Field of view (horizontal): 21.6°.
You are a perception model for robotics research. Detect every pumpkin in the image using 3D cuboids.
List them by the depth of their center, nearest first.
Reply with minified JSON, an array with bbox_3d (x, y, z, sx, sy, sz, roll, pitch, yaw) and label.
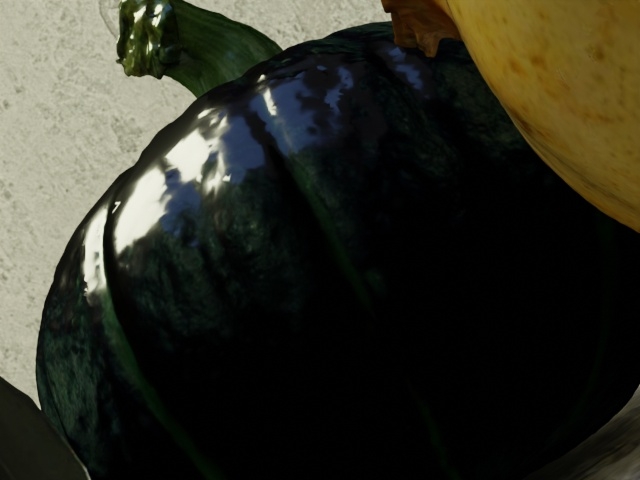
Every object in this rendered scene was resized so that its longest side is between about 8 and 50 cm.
[{"bbox_3d":[0.000,0.000,0.634,0.248,0.248,0.248,-34,-4,-3],"label":"pumpkin"}]

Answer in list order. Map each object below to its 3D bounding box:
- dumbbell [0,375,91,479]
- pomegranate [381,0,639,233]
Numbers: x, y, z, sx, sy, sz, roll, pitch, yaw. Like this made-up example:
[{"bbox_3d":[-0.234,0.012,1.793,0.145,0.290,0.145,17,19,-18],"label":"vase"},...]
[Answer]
[{"bbox_3d":[-0.163,0.119,0.384,0.290,0.192,0.192,-35,-4,41],"label":"dumbbell"},{"bbox_3d":[0.139,-0.109,0.469,0.264,0.264,0.264,-34,-4,-3],"label":"pomegranate"}]
